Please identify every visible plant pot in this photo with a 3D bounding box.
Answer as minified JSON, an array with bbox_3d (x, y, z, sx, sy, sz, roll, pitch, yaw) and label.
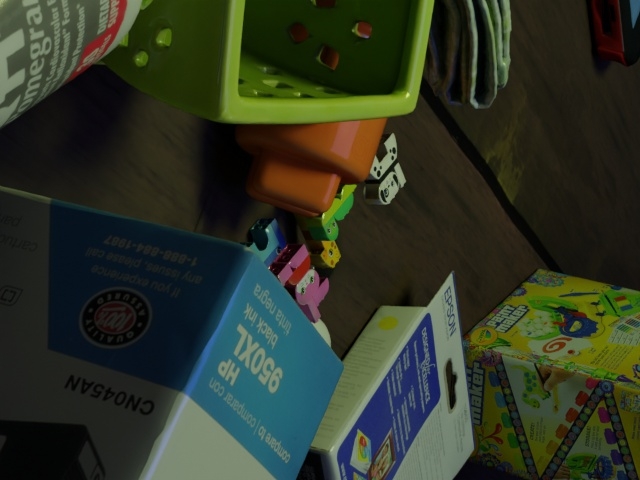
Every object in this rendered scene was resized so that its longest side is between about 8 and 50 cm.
[{"bbox_3d":[-0.060,-0.209,1.001,0.228,0.207,0.227,-7,108,-52],"label":"plant pot"}]

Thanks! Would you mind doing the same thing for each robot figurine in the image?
[{"bbox_3d":[0.001,-0.133,1.267,0.158,0.128,0.219,29,78,-60],"label":"robot figurine"}]

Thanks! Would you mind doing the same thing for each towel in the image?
[{"bbox_3d":[0.105,-0.345,1.257,0.320,0.090,0.374,66,19,-59],"label":"towel"}]

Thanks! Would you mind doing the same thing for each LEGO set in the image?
[{"bbox_3d":[0.000,0.000,1.364,0.227,0.087,0.093,-51,129,-40],"label":"LEGO set"}]

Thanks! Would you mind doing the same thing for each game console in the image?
[{"bbox_3d":[0.456,-0.478,2.048,0.342,0.060,0.386,-59,149,-29],"label":"game console"}]

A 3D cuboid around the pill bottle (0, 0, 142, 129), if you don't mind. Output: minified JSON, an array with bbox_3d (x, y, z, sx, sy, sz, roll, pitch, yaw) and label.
[{"bbox_3d":[-0.248,-0.107,0.745,0.318,0.176,0.176,-46,141,-44],"label":"pill bottle"}]

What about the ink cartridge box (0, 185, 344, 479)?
[{"bbox_3d":[-0.204,0.179,0.842,0.395,0.285,0.166,-66,150,-21],"label":"ink cartridge box"}]

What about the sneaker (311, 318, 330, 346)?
[{"bbox_3d":[-0.047,0.228,1.198,0.447,0.257,0.169,-49,143,-42],"label":"sneaker"}]

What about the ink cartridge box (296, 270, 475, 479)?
[{"bbox_3d":[0.077,0.235,1.656,0.307,0.072,0.303,-53,144,-41],"label":"ink cartridge box"}]

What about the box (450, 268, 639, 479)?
[{"bbox_3d":[0.361,0.190,1.940,0.290,0.279,0.177,-33,130,-53],"label":"box"}]
